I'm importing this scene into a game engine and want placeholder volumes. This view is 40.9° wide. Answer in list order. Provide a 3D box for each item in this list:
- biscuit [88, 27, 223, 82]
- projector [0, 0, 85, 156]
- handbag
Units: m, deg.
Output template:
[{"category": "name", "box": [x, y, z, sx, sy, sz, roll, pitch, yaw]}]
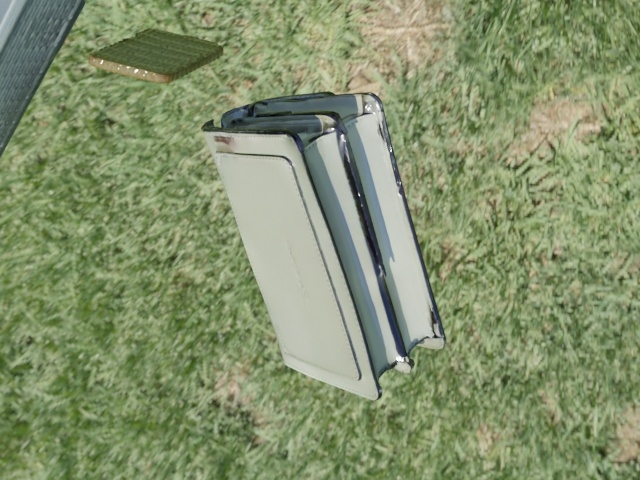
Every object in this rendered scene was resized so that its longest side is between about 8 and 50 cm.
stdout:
[{"category": "biscuit", "box": [-0.307, -0.353, 1.640, 0.172, 0.254, 0.029, 16, 119, 13]}, {"category": "projector", "box": [-0.330, -0.195, 0.760, 0.192, 0.099, 0.256, 42, 115, 10]}, {"category": "handbag", "box": [0.000, 0.000, 1.098, 0.237, 0.160, 0.358, 6, 121, 46]}]
